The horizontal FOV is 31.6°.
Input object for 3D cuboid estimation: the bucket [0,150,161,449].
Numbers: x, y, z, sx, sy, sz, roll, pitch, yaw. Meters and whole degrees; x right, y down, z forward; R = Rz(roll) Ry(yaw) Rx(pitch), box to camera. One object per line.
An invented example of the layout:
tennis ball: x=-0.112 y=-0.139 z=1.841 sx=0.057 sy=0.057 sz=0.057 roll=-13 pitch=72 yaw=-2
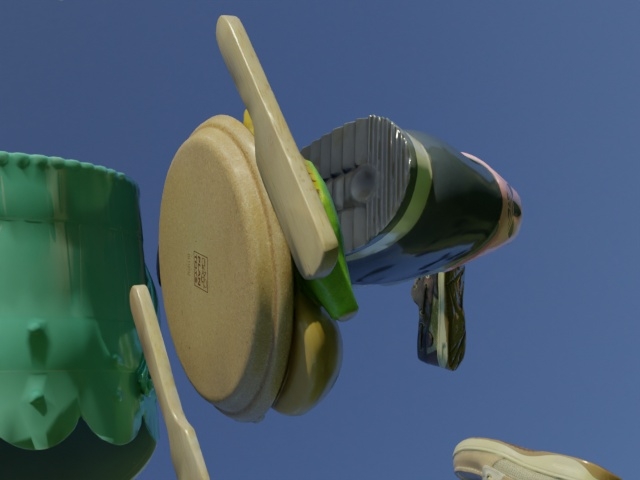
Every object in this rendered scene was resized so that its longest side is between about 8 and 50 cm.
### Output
bucket: x=-0.244 y=0.049 z=0.774 sx=0.281 sy=0.281 sz=0.183 roll=7 pitch=-101 yaw=-38

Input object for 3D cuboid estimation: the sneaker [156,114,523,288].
sneaker: x=0.000 y=0.000 z=0.791 sx=0.131 sy=0.319 sz=0.112 roll=14 pitch=-103 yaw=-34

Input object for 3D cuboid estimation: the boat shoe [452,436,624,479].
boat shoe: x=0.255 y=0.317 z=1.422 sx=0.109 sy=0.302 sz=0.098 roll=29 pitch=-105 yaw=-24

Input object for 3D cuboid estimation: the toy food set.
toy food set: x=-0.029 y=0.015 z=0.455 sx=0.039 sy=0.192 sz=0.132 roll=-5 pitch=-124 yaw=-26

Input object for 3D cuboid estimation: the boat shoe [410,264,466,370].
boat shoe: x=0.112 y=0.052 z=1.101 sx=0.056 sy=0.049 sz=0.152 roll=-12 pitch=-78 yaw=-61

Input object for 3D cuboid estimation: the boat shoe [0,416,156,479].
boat shoe: x=-0.233 y=0.178 z=0.757 sx=0.258 sy=0.084 sz=0.095 roll=-19 pitch=-114 yaw=-25
